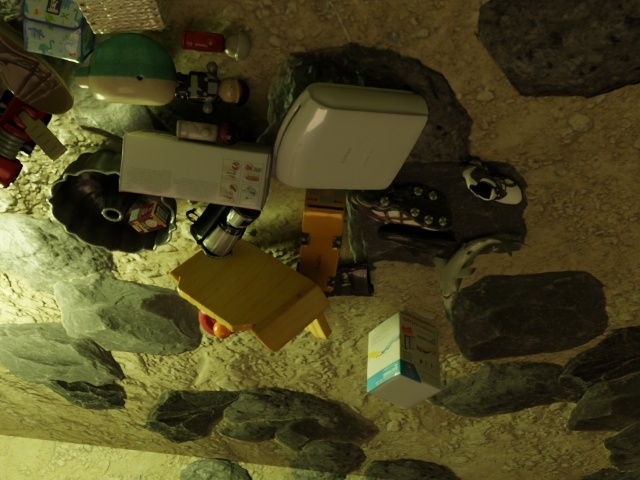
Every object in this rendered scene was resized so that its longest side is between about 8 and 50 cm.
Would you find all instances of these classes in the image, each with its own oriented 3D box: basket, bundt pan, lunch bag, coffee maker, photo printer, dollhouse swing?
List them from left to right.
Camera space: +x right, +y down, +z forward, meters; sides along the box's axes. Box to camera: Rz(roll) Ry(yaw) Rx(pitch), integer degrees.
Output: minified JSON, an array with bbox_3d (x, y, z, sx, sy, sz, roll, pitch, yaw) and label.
[{"bbox_3d":[-0.536,-0.455,1.468,0.129,0.096,0.151,13,126,-5],"label":"lunch bag"},{"bbox_3d":[-0.526,-0.112,1.860,0.331,0.124,0.330,3,142,2],"label":"bundt pan"},{"bbox_3d":[-0.381,-0.480,1.399,0.167,0.113,0.103,0,145,8],"label":"basket"},{"bbox_3d":[-0.262,-0.067,1.873,0.171,0.120,0.178,41,121,2],"label":"coffee maker"},{"bbox_3d":[-0.179,0.196,1.971,0.347,0.315,0.304,29,141,31],"label":"dollhouse swing"},{"bbox_3d":[0.053,-0.225,1.583,0.308,0.107,0.256,0,140,-28],"label":"photo printer"}]

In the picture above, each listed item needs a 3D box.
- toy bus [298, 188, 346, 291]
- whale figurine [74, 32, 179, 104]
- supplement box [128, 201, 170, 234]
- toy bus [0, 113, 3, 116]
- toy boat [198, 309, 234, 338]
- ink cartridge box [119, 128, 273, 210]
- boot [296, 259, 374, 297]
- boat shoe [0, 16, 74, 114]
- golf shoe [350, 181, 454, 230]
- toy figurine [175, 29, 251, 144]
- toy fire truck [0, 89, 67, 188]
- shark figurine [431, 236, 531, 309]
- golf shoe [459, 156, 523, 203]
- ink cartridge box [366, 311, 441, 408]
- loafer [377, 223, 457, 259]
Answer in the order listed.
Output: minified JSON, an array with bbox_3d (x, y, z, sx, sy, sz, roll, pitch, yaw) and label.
[{"bbox_3d":[0.000,0.000,1.931,0.108,0.130,0.332,5,141,-1],"label":"toy bus"},{"bbox_3d":[-0.401,-0.357,1.493,0.217,0.272,0.141,-2,102,-22],"label":"whale figurine"},{"bbox_3d":[-0.428,-0.056,1.786,0.083,0.043,0.055,-17,137,26],"label":"supplement box"},{"bbox_3d":[-0.853,-0.227,1.766,0.191,0.202,0.104,-3,171,-1],"label":"toy bus"},{"bbox_3d":[-0.301,0.241,2.248,0.151,0.151,0.231,18,139,-15],"label":"toy boat"},{"bbox_3d":[-0.267,-0.169,1.633,0.310,0.272,0.129,8,102,-2],"label":"ink cartridge box"},{"bbox_3d":[0.046,0.154,2.148,0.229,0.091,0.262,2,139,5],"label":"boot"},{"bbox_3d":[-0.656,-0.399,1.546,0.109,0.098,0.302,-33,127,21],"label":"boat shoe"},{"bbox_3d":[0.209,-0.087,1.845,0.273,0.105,0.120,19,157,-9],"label":"golf shoe"},{"bbox_3d":[-0.222,-0.318,1.503,0.148,0.209,0.213,4,142,-8],"label":"toy figurine"},{"bbox_3d":[-0.681,-0.213,1.614,0.159,0.217,0.246,31,179,-28],"label":"toy fire truck"},{"bbox_3d":[0.429,0.050,1.995,0.278,0.166,0.116,-42,149,23],"label":"shark figurine"},{"bbox_3d":[0.422,-0.121,1.762,0.198,0.093,0.077,24,136,-24],"label":"golf shoe"},{"bbox_3d":[0.266,0.383,2.293,0.171,0.232,0.168,26,135,-23],"label":"ink cartridge box"},{"bbox_3d":[0.260,0.008,1.945,0.223,0.076,0.078,11,117,-11],"label":"loafer"}]
